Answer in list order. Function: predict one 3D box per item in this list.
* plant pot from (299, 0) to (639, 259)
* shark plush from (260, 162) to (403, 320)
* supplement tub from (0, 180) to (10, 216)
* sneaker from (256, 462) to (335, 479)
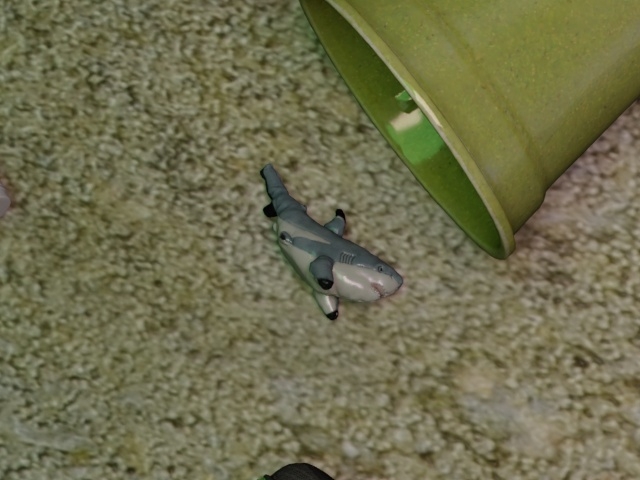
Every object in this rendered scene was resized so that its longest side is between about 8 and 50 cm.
[{"bbox_3d":[0.162,-0.170,1.600,0.254,0.276,0.276,-38,75,-4],"label":"plant pot"},{"bbox_3d":[0.000,0.000,1.726,0.067,0.073,0.161,-34,54,-11],"label":"shark plush"},{"bbox_3d":[-0.335,-0.062,1.799,0.071,0.071,0.107,-34,76,9],"label":"supplement tub"},{"bbox_3d":[0.170,0.285,1.588,0.482,0.185,0.202,22,71,13],"label":"sneaker"}]
